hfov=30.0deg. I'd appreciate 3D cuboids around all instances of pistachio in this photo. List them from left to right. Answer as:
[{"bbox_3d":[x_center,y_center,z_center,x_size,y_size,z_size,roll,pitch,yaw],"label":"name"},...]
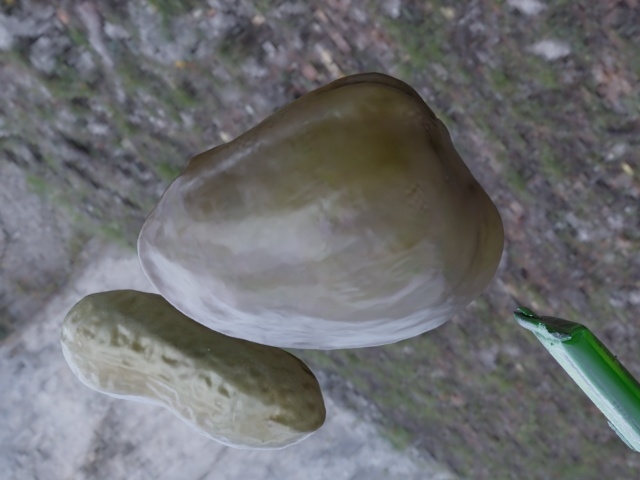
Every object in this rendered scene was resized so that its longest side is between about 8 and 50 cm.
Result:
[{"bbox_3d":[0.000,0.000,0.898,0.213,0.260,0.163,63,-161,-18],"label":"pistachio"}]

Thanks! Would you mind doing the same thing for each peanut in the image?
[{"bbox_3d":[-0.120,0.125,1.152,0.274,0.111,0.125,23,-165,15],"label":"peanut"}]

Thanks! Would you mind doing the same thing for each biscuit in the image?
[{"bbox_3d":[0.116,0.060,0.476,0.089,0.016,0.046,48,175,-8],"label":"biscuit"}]
